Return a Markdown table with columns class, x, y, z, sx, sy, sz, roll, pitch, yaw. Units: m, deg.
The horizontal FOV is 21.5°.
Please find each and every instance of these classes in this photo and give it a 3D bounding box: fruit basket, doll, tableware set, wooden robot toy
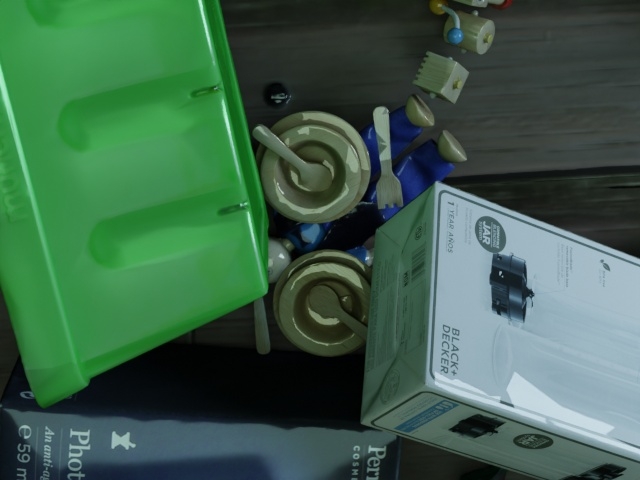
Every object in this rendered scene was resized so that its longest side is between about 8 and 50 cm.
| class | x | y | z | sx | sy | sz | roll | pitch | yaw |
| --- | --- | --- | --- | --- | --- | --- | --- | --- | --- |
| fruit basket | -0.239 | -0.090 | 1.153 | 0.392 | 0.283 | 0.392 | -1 | 108 | -2 |
| doll | 0.016 | -0.034 | 1.301 | 0.189 | 0.046 | 0.129 | -40 | 103 | 13 |
| tableware set | 0.000 | 0.000 | 1.266 | 0.128 | 0.039 | 0.194 | -6 | 105 | 6 |
| wooden robot toy | 0.098 | -0.196 | 1.269 | 0.079 | 0.076 | 0.173 | 22 | 104 | 29 |

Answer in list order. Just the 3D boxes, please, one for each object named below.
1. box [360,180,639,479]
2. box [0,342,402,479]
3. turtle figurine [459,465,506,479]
| class | x | y | z | sx | sy | sz | roll | pitch | yaw |
| --- | --- | --- | --- | --- | --- | --- | --- | --- | --- |
| box | 0.179 | 0.088 | 1.234 | 0.290 | 0.169 | 0.087 | 18 | 147 | -23 |
| box | -0.096 | 0.241 | 1.294 | 0.294 | 0.183 | 0.296 | 3 | 104 | -4 |
| turtle figurine | 0.194 | 0.293 | 1.355 | 0.175 | 0.118 | 0.234 | -15 | 98 | 1 |
